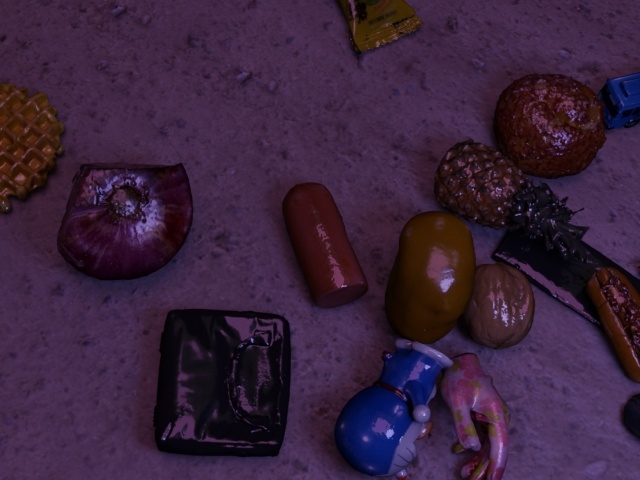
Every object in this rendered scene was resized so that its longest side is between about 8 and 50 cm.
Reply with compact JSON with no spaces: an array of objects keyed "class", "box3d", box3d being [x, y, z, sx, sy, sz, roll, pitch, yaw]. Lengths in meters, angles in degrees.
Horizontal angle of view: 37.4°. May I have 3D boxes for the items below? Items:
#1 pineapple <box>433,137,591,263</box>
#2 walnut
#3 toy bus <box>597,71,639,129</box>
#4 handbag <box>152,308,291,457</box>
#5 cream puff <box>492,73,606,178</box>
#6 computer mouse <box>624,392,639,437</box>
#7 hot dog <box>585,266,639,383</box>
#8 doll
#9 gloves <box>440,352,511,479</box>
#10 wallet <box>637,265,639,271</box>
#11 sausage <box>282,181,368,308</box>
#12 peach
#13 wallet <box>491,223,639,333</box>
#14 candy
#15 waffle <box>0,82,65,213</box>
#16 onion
[{"class":"pineapple","box3d":[0.390,-0.067,1.838,0.340,0.169,0.169,31,66,26]},{"class":"walnut","box3d":[0.335,0.122,1.774,0.166,0.149,0.167,6,81,-41]},{"class":"toy bus","box3d":[0.691,-0.309,2.023,0.184,0.106,0.090,-14,67,-9]},{"class":"handbag","box3d":[-0.177,0.260,1.726,0.244,0.088,0.275,2,60,-3]},{"class":"cream puff","box3d":[0.480,-0.246,1.959,0.239,0.164,0.240,3,61,-6]},{"class":"computer mouse","box3d":[0.644,0.351,1.717,0.192,0.062,0.106,39,68,15]},{"class":"hot dog","box3d":[0.590,0.163,1.781,0.102,0.076,0.249,-19,77,-19]},{"class":"doll","box3d":[0.133,0.296,1.670,0.161,0.215,0.257,37,79,-10]},{"class":"gloves","box3d":[0.284,0.323,1.674,0.126,0.145,0.241,-17,57,-8]},{"class":"wallet","box3d":[0.752,0.126,1.825,0.176,0.075,0.251,-20,67,-8]},{"class":"sausage","box3d":[0.000,0.000,1.848,0.113,0.114,0.259,-17,66,-10]},{"class":"peach","box3d":[0.201,0.064,1.748,0.153,0.251,0.251,18,64,0]},{"class":"wallet","box3d":[0.495,0.058,1.877,0.285,0.030,0.146,36,67,15]},{"class":"candy","box3d":[0.088,-0.571,2.153,0.187,0.081,0.297,-25,78,-13]},{"class":"waffle","box3d":[-0.671,-0.198,1.951,0.283,0.065,0.310,-8,63,-6]},{"class":"onion","box3d":[-0.371,-0.039,1.803,0.256,0.272,0.231,0,89,5]}]
